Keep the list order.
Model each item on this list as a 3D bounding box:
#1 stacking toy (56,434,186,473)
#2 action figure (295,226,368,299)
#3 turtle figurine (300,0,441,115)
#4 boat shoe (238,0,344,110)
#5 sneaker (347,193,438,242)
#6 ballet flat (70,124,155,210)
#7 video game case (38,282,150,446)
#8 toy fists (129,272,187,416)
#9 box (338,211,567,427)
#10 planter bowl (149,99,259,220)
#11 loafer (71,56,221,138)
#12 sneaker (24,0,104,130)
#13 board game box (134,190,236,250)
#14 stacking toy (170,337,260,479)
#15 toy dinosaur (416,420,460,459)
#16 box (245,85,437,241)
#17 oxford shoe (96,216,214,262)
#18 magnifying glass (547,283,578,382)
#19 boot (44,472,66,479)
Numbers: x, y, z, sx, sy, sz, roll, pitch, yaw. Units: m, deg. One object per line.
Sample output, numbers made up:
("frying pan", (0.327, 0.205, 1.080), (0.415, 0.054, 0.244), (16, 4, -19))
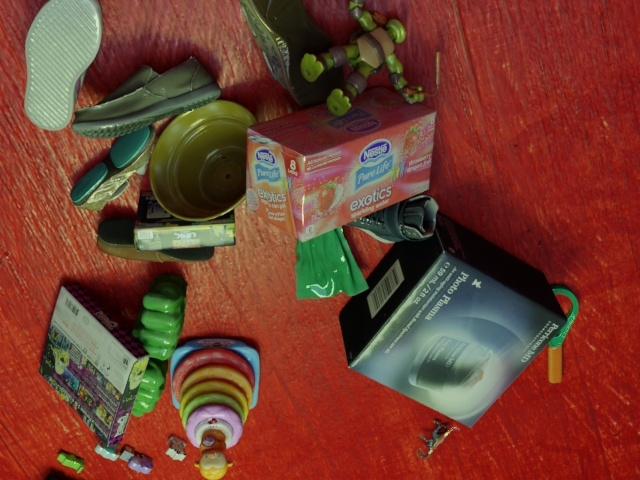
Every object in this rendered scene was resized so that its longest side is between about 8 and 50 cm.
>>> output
("stacking toy", (-0.404, 0.443, 2.026), (0.221, 0.052, 0.167), (30, 113, -19))
("action figure", (0.000, 0.000, 1.803), (0.137, 0.063, 0.232), (-11, 124, 4))
("turtle figurine", (0.067, -0.312, 1.587), (0.217, 0.087, 0.269), (-40, 110, -29))
("boat shoe", (-0.049, -0.325, 1.611), (0.104, 0.089, 0.285), (-36, 122, -14))
("sneaker", (0.098, -0.057, 1.706), (0.226, 0.163, 0.086), (19, 79, -31))
("ballet flat", (-0.345, -0.125, 1.710), (0.206, 0.073, 0.067), (-38, 143, 19))
("video game case", (-0.422, 0.227, 1.820), (0.042, 0.232, 0.210), (-12, 132, -49))
("toy fists", (-0.317, 0.199, 1.842), (0.096, 0.142, 0.279), (15, 117, -14))
("box", (0.242, 0.146, 1.843), (0.294, 0.183, 0.296), (28, 114, -21))
("planter bowl", (-0.174, -0.122, 1.676), (0.217, 0.217, 0.090), (-30, 154, 12))
("loafer", (-0.291, -0.235, 1.616), (0.251, 0.094, 0.087), (-21, 89, -18))
("sneaker", (-0.388, -0.316, 1.519), (0.102, 0.161, 0.282), (22, 141, -15))
("board game box", (-0.233, -0.038, 1.715), (0.170, 0.141, 0.048), (-3, 118, -3))
("stacking toy", (-0.199, 0.330, 1.836), (0.175, 0.302, 0.166), (1, 120, -5))
("toy dinosaur", (0.236, 0.419, 2.059), (0.047, 0.090, 0.082), (32, 68, -31))
("box", (0.036, -0.132, 1.601), (0.300, 0.142, 0.154), (-22, 128, -38))
("oxford shoe", (-0.299, 0.007, 1.790), (0.212, 0.076, 0.076), (10, 148, -13))
("magnifying glass", (0.469, 0.188, 1.978), (0.092, 0.026, 0.231), (-9, 118, -1))
("boot", (-0.521, 0.669, 2.098), (0.260, 0.131, 0.348), (26, 114, -18))
